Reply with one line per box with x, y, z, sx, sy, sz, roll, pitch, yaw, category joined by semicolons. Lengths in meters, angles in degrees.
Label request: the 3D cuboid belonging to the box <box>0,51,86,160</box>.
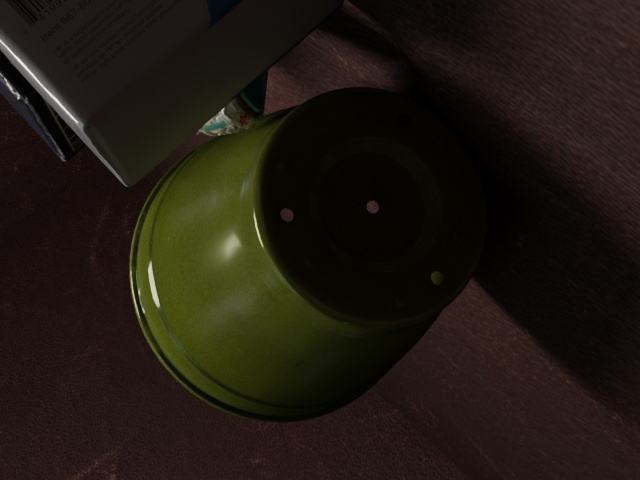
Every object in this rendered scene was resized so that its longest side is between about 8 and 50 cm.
-0.271;-0.279;1.310;0.183;0.296;0.294;47;170;4;box

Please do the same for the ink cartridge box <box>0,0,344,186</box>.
-0.212;-0.296;1.020;0.395;0.285;0.166;46;171;15;ink cartridge box

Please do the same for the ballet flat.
-0.095;-0.193;1.151;0.091;0.077;0.241;49;-151;-28;ballet flat

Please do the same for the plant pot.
0.000;0.000;1.190;0.366;0.366;0.353;49;158;-2;plant pot
